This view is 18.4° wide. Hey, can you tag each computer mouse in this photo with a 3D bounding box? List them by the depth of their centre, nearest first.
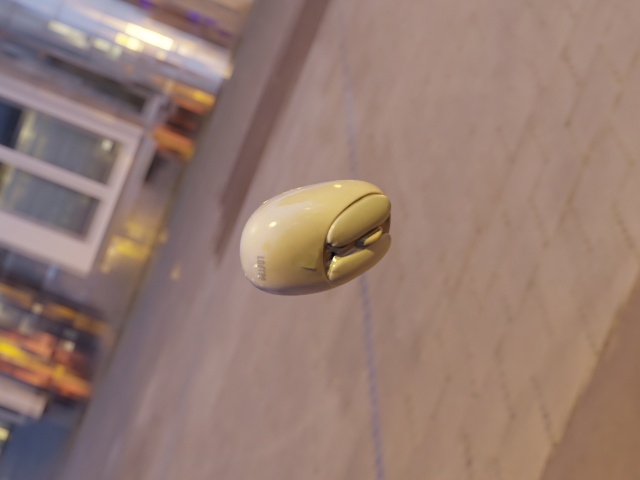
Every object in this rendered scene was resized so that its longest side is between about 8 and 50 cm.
[{"bbox_3d":[0.000,0.001,1.139,0.039,0.096,0.066,-125,28,-52],"label":"computer mouse"}]
